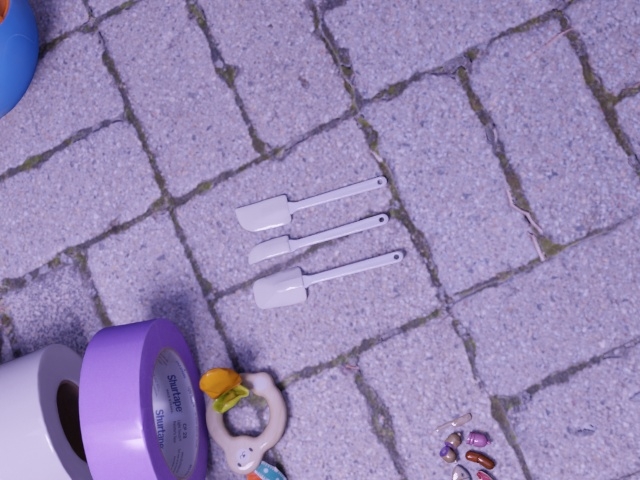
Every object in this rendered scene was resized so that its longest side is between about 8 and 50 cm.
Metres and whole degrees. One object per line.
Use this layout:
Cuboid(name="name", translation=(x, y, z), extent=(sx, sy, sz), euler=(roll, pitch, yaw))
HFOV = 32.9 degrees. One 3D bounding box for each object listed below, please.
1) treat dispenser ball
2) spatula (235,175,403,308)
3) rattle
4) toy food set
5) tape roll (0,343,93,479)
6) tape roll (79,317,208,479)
Cuboid(name="treat dispenser ball", translation=(-0.581, -0.307, 1.672), extent=(0.288, 0.288, 0.288), euler=(-1, 84, 12))
Cuboid(name="spatula", translation=(0.000, 0.000, 1.660), extent=(0.242, 0.019, 0.168), euler=(-15, 76, 9))
Cuboid(name="rattle", translation=(-0.110, 0.291, 1.594), extent=(0.130, 0.143, 0.200), euler=(-2, 77, -7))
Cuboid(name="toy food set", translation=(0.217, 0.319, 1.579), extent=(0.078, 0.019, 0.122), euler=(-26, 80, 8))
Cuboid(name="tape roll", translation=(-0.426, 0.293, 1.602), extent=(0.169, 0.246, 0.246), euler=(-20, 81, 9))
Cuboid(name="tape roll", translation=(-0.247, 0.253, 1.552), extent=(0.090, 0.275, 0.275), euler=(-11, 82, 10))
